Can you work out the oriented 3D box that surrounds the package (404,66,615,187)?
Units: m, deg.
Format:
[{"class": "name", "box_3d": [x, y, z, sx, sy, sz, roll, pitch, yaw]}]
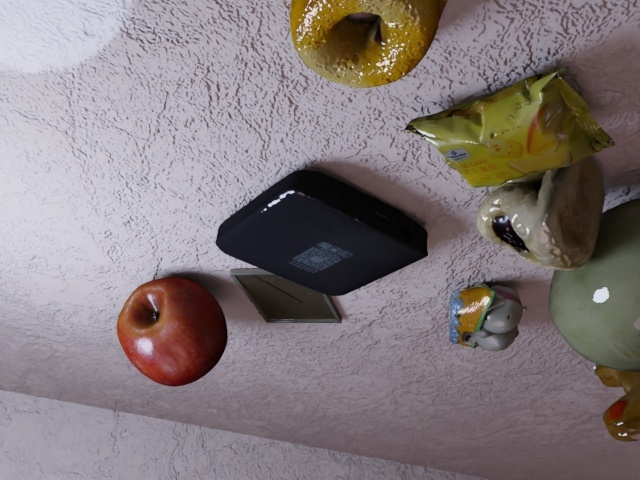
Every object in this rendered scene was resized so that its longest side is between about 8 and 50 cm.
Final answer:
[{"class": "package", "box_3d": [0.242, -0.137, 0.887, 0.226, 0.090, 0.168, -19, 140, 41]}]

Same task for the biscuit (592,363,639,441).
[{"class": "biscuit", "box_3d": [0.558, 0.208, 1.046, 0.283, 0.432, 0.064, -31, 92, 21]}]

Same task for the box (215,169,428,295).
[{"class": "box", "box_3d": [0.000, 0.000, 1.193, 0.290, 0.073, 0.289, 24, 146, -28]}]

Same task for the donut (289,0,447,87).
[{"class": "donut", "box_3d": [0.046, -0.242, 0.760, 0.174, 0.074, 0.190, 23, 147, -27]}]

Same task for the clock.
[{"class": "clock", "box_3d": [0.328, 0.154, 1.365, 0.144, 0.103, 0.231, 0, 152, 9]}]

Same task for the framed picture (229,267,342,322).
[{"class": "framed picture", "box_3d": [-0.067, 0.122, 1.474, 0.184, 0.016, 0.250, -3, 148, 16]}]

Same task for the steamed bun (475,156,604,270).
[{"class": "steamed bun", "box_3d": [0.304, -0.043, 0.991, 0.155, 0.172, 0.141, 1, 144, 47]}]

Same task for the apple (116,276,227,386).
[{"class": "apple", "box_3d": [-0.306, 0.187, 1.437, 0.218, 0.218, 0.201, -5, 148, 19]}]

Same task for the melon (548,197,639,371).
[{"class": "melon", "box_3d": [0.488, 0.069, 1.033, 0.272, 0.271, 0.308, 6, 153, 2]}]
